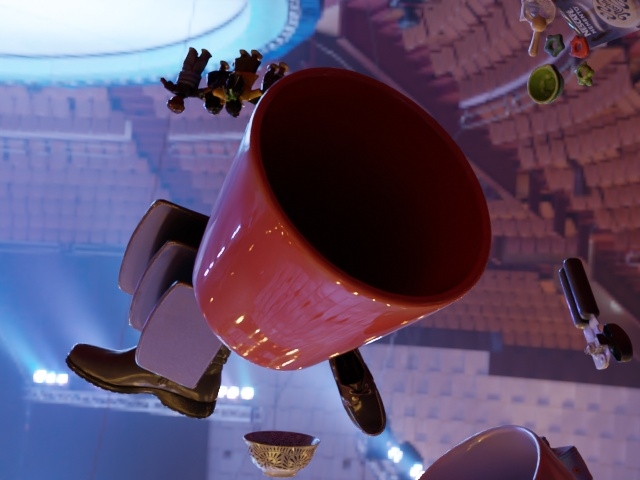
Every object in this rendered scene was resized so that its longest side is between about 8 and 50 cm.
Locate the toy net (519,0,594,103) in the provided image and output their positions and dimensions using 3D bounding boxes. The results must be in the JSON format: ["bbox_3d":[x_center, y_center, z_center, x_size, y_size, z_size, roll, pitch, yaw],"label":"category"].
[{"bbox_3d":[0.408,-0.366,1.674,0.045,0.232,0.122,-4,164,-37],"label":"toy net"}]

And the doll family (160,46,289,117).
[{"bbox_3d":[-0.141,-0.222,1.358,0.193,0.111,0.076,5,156,28],"label":"doll family"}]

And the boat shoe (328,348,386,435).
[{"bbox_3d":[0.063,0.266,1.730,0.073,0.207,0.073,-25,169,-5],"label":"boat shoe"}]

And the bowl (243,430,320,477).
[{"bbox_3d":[-0.087,0.471,2.041,0.170,0.080,0.170,3,180,0],"label":"bowl"}]

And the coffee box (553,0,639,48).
[{"bbox_3d":[0.726,-0.592,2.231,0.168,0.119,0.297,45,156,-17],"label":"coffee box"}]

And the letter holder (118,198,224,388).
[{"bbox_3d":[-0.252,0.094,1.605,0.214,0.152,0.302,24,140,-10],"label":"letter holder"}]

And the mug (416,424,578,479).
[{"bbox_3d":[0.257,0.501,1.302,0.374,0.328,0.276,-40,-169,6],"label":"mug"}]

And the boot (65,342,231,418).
[{"bbox_3d":[-0.342,0.211,1.924,0.338,0.223,0.118,17,-161,-1],"label":"boot"}]

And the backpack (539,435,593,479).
[{"bbox_3d":[0.420,0.456,1.797,0.188,0.144,0.166,-20,165,1],"label":"backpack"}]

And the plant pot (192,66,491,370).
[{"bbox_3d":[0.000,0.000,0.977,0.274,0.275,0.243,4,148,-30],"label":"plant pot"}]

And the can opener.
[{"bbox_3d":[0.613,0.166,2.110,0.093,0.280,0.074,-4,143,-13],"label":"can opener"}]
